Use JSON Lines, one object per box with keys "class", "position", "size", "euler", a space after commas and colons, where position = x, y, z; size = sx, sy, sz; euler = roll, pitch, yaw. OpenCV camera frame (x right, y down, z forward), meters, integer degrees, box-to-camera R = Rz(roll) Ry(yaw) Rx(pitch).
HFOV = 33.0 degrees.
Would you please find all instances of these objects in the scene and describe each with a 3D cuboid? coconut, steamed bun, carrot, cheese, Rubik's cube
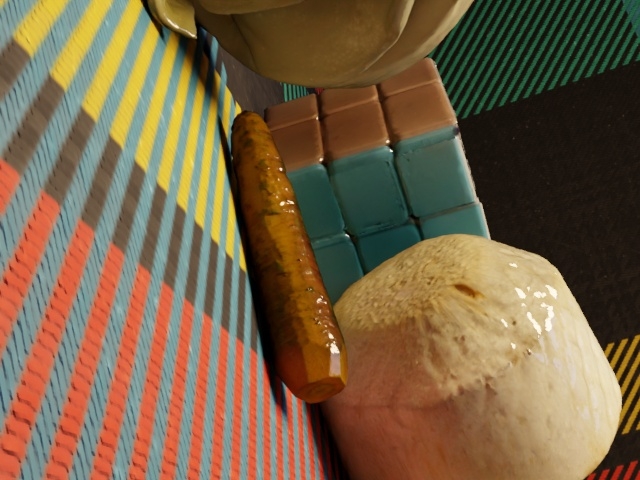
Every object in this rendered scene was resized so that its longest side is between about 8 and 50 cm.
{"class": "coconut", "position": [0.148, 0.166, 1.114], "size": [0.329, 0.329, 0.329], "euler": [-18, 90, -84]}
{"class": "steamed bun", "position": [0.002, -0.310, 0.962], "size": [0.367, 0.342, 0.255], "euler": [52, 14, -25]}
{"class": "carrot", "position": [-0.041, 0.000, 0.972], "size": [0.066, 0.066, 0.314], "euler": [63, 7, -57]}
{"class": "cheese", "position": [-0.125, -0.209, 0.880], "size": [0.084, 0.041, 0.060], "euler": [93, -8, -60]}
{"class": "Rubik's cube", "position": [0.066, -0.050, 1.273], "size": [0.221, 0.225, 0.231], "euler": [-95, 167, -61]}
